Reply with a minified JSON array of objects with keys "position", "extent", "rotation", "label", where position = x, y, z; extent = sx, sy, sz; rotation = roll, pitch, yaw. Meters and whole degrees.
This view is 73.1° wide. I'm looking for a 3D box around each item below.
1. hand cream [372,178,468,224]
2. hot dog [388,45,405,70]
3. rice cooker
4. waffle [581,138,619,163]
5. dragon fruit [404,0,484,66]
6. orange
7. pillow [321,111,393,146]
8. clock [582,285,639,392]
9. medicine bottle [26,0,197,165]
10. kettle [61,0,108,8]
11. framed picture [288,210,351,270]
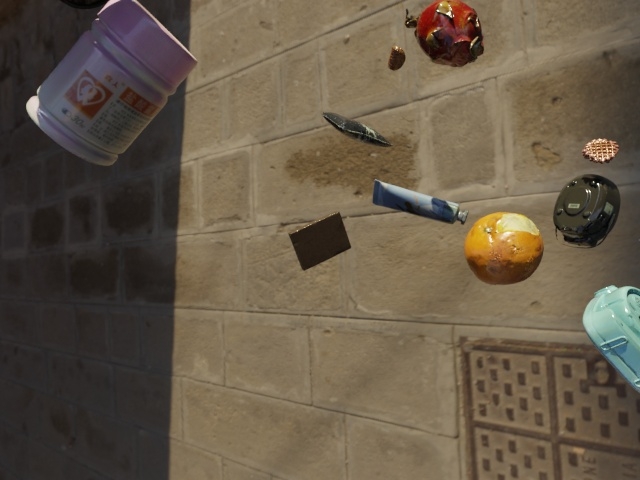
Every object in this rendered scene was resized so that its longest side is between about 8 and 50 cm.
[{"position":[0.276,-0.101,1.220],"extent":[0.271,0.058,0.091],"rotation":[18,141,17],"label":"hand cream"},{"position":[0.260,-0.623,1.473],"extent":[0.058,0.035,0.083],"rotation":[40,151,15],"label":"hot dog"},{"position":[0.707,-0.080,1.155],"extent":[0.142,0.118,0.203],"rotation":[10,79,56],"label":"rice cooker"},{"position":[0.711,-0.226,1.098],"extent":[0.083,0.029,0.075],"rotation":[-40,49,-13],"label":"waffle"},{"position":[0.248,-0.449,0.918],"extent":[0.246,0.125,0.125],"rotation":[-119,21,-48],"label":"dragon fruit"},{"position":[0.586,0.025,1.390],"extent":[0.240,0.240,0.240],"rotation":[0,90,36],"label":"orange"},{"position":[0.114,-0.341,1.342],"extent":[0.141,0.208,0.055],"rotation":[43,115,45],"label":"pillow"},{"position":[0.747,0.209,1.024],"extent":[0.223,0.274,0.094],"rotation":[49,136,6],"label":"clock"},{"position":[-0.439,-0.339,0.927],"extent":[0.316,0.202,0.202],"rotation":[-46,63,8],"label":"medicine bottle"},{"position":[-0.474,-0.560,0.660],"extent":[0.308,0.262,0.203],"rotation":[36,78,-1],"label":"kettle"},{"position":[0.000,0.000,1.311],"extent":[0.023,0.168,0.128],"rotation":[33,145,64],"label":"framed picture"}]
